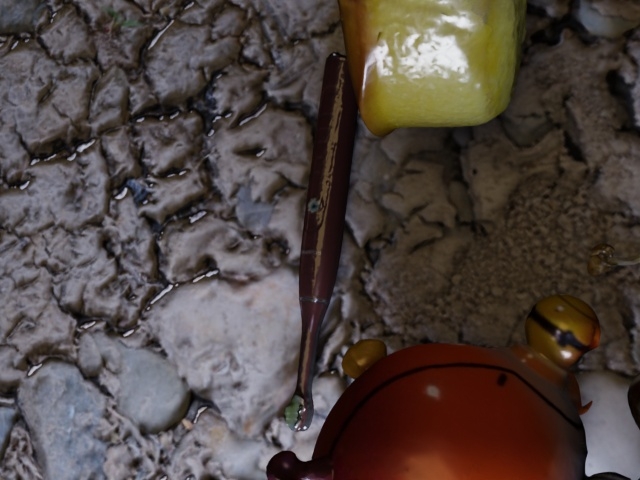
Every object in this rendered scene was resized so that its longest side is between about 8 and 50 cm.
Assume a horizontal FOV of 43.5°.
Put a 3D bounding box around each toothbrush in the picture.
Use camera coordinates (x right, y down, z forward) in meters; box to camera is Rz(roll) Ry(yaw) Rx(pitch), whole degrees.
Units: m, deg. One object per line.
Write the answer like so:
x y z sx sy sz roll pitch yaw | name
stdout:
0.000 0.000 0.772 0.040 0.041 0.364 6 86 22 | toothbrush

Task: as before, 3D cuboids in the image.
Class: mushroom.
0.347 -0.047 0.653 0.286 0.028 0.026 -31 31 14 | mushroom

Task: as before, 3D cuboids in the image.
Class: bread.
0.090 -0.218 0.643 0.148 0.270 0.270 3 85 18 | bread

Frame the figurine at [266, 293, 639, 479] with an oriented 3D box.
0.132 0.195 0.612 0.323 0.196 0.320 12 94 12 | figurine
